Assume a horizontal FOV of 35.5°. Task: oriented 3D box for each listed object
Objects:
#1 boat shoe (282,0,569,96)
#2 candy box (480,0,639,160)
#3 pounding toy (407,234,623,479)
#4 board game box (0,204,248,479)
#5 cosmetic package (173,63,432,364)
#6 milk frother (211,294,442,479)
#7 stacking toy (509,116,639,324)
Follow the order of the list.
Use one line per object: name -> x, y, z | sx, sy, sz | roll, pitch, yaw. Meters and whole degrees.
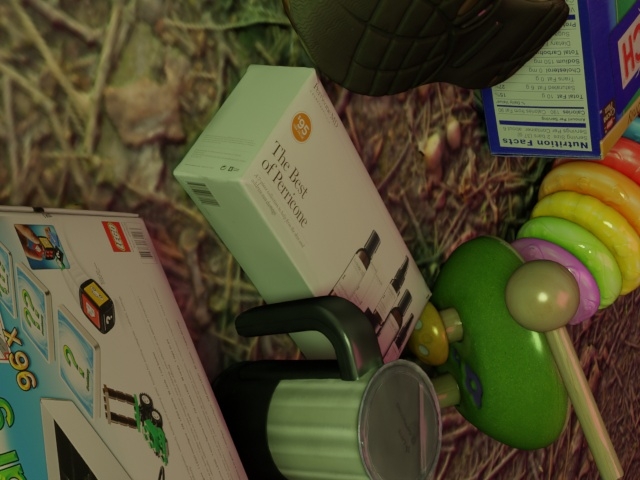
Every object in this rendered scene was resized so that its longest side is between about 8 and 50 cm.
boat shoe -> 0.063, -0.180, 0.703 | 0.119, 0.122, 0.324 | 56, 26, 15
candy box -> 0.240, -0.271, 0.916 | 0.268, 0.122, 0.317 | -45, 133, -41
pounding toy -> 0.119, 0.097, 0.800 | 0.110, 0.237, 0.182 | -15, 96, -14
board game box -> -0.089, 0.131, 0.434 | 0.305, 0.053, 0.193 | 67, 18, 9
cosmetic package -> 0.000, 0.000, 0.690 | 0.098, 0.061, 0.239 | -61, 140, -28
milk frother -> -0.025, 0.115, 0.611 | 0.143, 0.135, 0.129 | -45, 118, -42
stacking toy -> 0.247, 0.022, 0.987 | 0.302, 0.166, 0.175 | -45, 144, -25
